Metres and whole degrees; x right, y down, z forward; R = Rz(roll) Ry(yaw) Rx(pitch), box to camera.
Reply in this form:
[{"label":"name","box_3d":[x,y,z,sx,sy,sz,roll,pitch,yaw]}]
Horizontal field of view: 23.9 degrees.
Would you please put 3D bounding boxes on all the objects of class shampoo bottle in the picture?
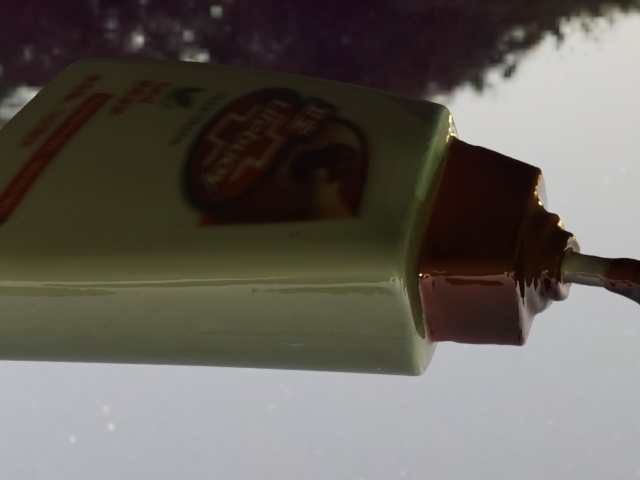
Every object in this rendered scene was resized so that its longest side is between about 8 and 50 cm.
[{"label":"shampoo bottle","box_3d":[0.000,0.000,0.540,0.284,0.071,0.153,7,-138,27]}]
